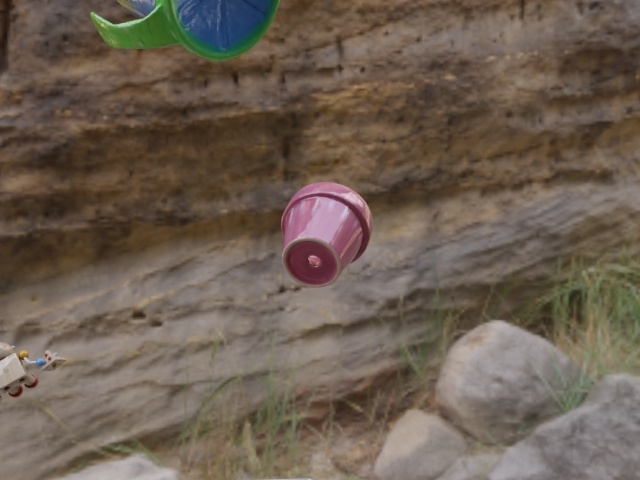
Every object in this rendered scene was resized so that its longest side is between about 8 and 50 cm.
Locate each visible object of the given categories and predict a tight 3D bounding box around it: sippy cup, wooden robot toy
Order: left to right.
[{"bbox_3d":[-0.468,0.189,1.216,0.173,0.079,0.076,-28,-20,-13],"label":"wooden robot toy"},{"bbox_3d":[-0.219,-0.426,1.325,0.224,0.239,0.306,25,25,38],"label":"sippy cup"}]

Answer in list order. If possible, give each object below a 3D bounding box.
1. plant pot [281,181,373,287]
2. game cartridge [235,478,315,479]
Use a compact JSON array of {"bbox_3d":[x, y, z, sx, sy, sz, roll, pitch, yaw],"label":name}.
[{"bbox_3d":[0.000,0.000,1.794,0.202,0.201,0.180,1,32,15],"label":"plant pot"},{"bbox_3d":[-0.059,0.470,1.453,0.196,0.060,0.294,-8,-27,8],"label":"game cartridge"}]
